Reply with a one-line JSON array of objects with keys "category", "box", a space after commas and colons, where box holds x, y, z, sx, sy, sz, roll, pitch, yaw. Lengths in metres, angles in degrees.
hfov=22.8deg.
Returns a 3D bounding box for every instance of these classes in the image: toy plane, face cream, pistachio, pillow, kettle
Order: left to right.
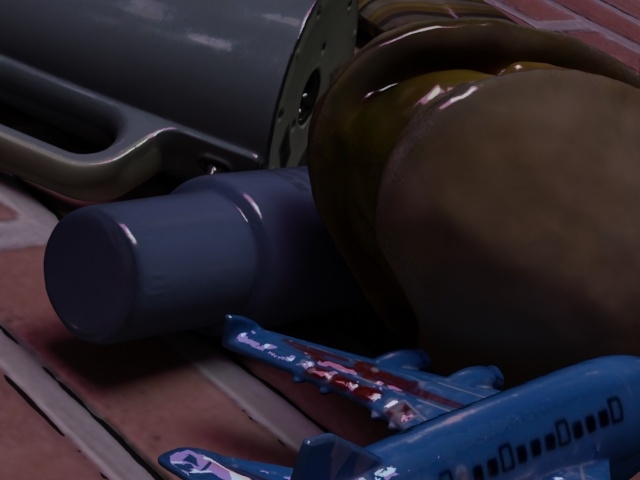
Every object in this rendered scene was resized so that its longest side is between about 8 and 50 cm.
[{"category": "kettle", "box": [-0.124, -0.102, 1.009, 0.243, 0.160, 0.210, 16, 51, 12]}, {"category": "face cream", "box": [0.000, 0.000, 0.920, 0.135, 0.086, 0.385, 43, 28, 24]}, {"category": "pillow", "box": [0.076, -0.225, 1.486, 0.208, 0.052, 0.212, -2, 32, -45]}, {"category": "toy plane", "box": [0.071, 0.106, 0.710, 0.271, 0.105, 0.254, -3, 32, -41]}, {"category": "pistachio", "box": [0.118, -0.009, 0.849, 0.166, 0.197, 0.288, 38, 2, 42]}]
